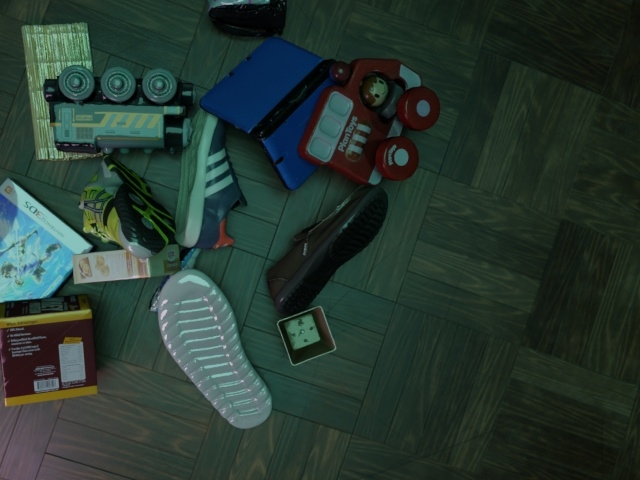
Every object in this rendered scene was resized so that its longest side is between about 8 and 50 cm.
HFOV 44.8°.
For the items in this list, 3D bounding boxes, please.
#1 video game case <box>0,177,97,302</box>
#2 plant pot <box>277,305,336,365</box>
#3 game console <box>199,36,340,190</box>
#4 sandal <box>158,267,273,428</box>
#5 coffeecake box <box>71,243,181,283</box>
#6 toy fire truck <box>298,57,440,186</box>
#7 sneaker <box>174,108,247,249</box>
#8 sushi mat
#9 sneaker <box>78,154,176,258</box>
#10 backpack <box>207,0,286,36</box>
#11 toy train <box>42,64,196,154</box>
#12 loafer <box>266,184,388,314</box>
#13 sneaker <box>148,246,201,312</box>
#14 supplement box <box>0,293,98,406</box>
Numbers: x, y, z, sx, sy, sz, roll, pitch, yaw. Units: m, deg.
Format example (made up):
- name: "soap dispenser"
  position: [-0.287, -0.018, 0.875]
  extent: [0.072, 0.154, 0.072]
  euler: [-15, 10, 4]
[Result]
- name: "video game case"
  position: [-0.688, 0.038, 1.743]
  extent: [0.244, 0.061, 0.269]
  euler: [40, 85, -4]
- name: "plant pot"
  position: [-0.037, 0.217, 1.808]
  extent: [0.109, 0.096, 0.108]
  euler: [-20, 92, -7]
- name: "game console"
  position: [-0.086, -0.298, 1.794]
  extent: [0.293, 0.173, 0.250]
  euler: [-49, 128, -29]
- name: "sandal"
  position: [-0.248, 0.250, 1.782]
  extent: [0.170, 0.102, 0.416]
  euler: [-23, 106, -2]
- name: "coffeecake box"
  position: [-0.424, 0.051, 1.705]
  extent: [0.186, 0.142, 0.068]
  euler: [-6, 90, 17]
- name: "toy fire truck"
  position: [0.107, -0.280, 1.762]
  extent: [0.254, 0.169, 0.302]
  euler: [25, 85, -28]
- name: "sneaker"
  position: [-0.237, -0.147, 1.787]
  extent: [0.148, 0.131, 0.349]
  euler: [12, 81, -29]
- name: "sushi mat"
  position: [-0.594, -0.341, 1.784]
  extent: [0.152, 0.019, 0.316]
  euler: [-7, 90, -9]
- name: "sneaker"
  position: [-0.420, -0.043, 1.650]
  extent: [0.145, 0.384, 0.147]
  euler: [36, 97, -32]
- name: "backpack"
  position: [-0.171, -0.548, 1.792]
  extent: [0.182, 0.152, 0.115]
  euler: [-1, 73, -4]
- name: "toy train"
  position: [-0.447, -0.287, 1.733]
  extent: [0.334, 0.142, 0.190]
  euler: [0, 96, -9]
- name: "loafer"
  position: [0.000, 0.000, 1.771]
  extent: [0.366, 0.134, 0.130]
  euler: [-46, 58, 4]
- name: "sneaker"
  position: [-0.316, 0.094, 1.796]
  extent: [0.083, 0.071, 0.190]
  euler: [32, 88, -19]
- name: "supplement box"
  position: [-0.592, 0.233, 1.681]
  extent: [0.192, 0.129, 0.194]
  euler: [-5, 103, -20]
